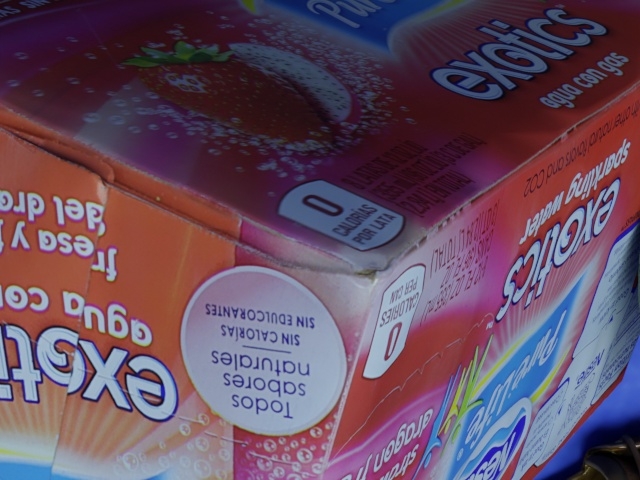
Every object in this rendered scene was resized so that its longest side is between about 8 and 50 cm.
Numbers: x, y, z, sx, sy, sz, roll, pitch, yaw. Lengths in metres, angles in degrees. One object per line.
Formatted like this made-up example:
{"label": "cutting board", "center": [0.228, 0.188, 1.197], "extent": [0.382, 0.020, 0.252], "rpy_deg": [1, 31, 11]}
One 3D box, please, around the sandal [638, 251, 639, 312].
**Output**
{"label": "sandal", "center": [0.169, 0.005, 0.595], "extent": [0.303, 0.086, 0.120], "rpy_deg": [10, 120, -55]}

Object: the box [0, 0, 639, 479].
{"label": "box", "center": [0.000, 0.000, 0.472], "extent": [0.123, 0.257, 0.128], "rpy_deg": [24, 117, 19]}

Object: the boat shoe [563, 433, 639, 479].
{"label": "boat shoe", "center": [0.120, 0.099, 0.694], "extent": [0.178, 0.064, 0.060], "rpy_deg": [-30, 127, 10]}
